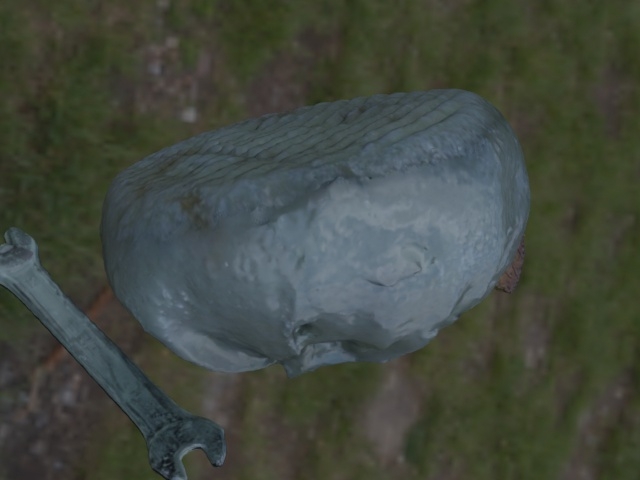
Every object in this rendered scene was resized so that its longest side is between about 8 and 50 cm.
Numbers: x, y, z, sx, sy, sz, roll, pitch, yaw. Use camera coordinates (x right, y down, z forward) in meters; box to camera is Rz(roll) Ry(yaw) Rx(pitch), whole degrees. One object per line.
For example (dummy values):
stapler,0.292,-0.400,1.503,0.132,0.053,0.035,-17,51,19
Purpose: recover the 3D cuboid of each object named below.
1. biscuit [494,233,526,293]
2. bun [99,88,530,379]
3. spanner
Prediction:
biscuit,0.143,-0.036,1.904,0.206,0.025,0.126,37,59,-8
bun,-0.005,0.000,1.386,0.354,0.354,0.194,-28,110,-55
spanner,-0.191,0.092,1.499,0.071,0.302,0.017,-36,157,-24
